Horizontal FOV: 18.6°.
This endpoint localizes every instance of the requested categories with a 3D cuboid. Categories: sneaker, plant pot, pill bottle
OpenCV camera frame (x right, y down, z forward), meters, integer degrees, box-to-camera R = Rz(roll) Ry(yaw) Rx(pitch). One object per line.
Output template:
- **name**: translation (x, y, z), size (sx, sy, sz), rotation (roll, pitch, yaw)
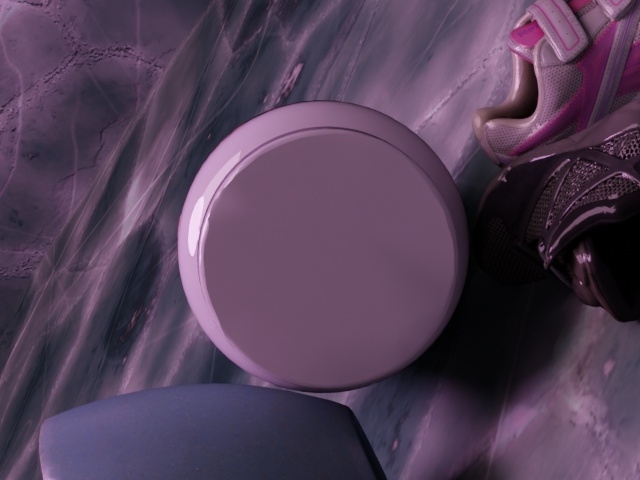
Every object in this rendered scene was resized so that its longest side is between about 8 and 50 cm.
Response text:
- **sneaker**: translation (0.195, -0.138, 1.362), size (0.252, 0.111, 0.103), rotation (-61, 17, 8)
- **plant pot**: translation (-0.041, 0.214, 1.341), size (0.195, 0.290, 0.290), rotation (-25, 22, 1)
- **sneaker**: translation (0.162, 0.001, 1.294), size (0.227, 0.087, 0.130), rotation (-30, 30, 52)
- **pill bottle**: translation (0.000, 0.000, 1.444), size (0.210, 0.210, 0.363), rotation (-63, 3, 2)
